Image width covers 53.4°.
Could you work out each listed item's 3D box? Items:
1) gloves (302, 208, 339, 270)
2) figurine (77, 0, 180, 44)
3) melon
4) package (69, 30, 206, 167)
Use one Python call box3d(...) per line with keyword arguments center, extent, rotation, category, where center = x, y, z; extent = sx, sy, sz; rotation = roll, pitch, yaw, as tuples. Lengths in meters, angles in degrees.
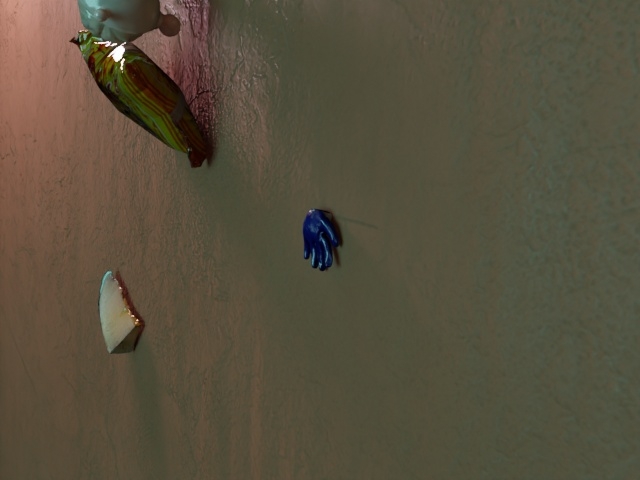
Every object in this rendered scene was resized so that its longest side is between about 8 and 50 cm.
box3d(center=(0.000, 0.000, 0.878), extent=(0.064, 0.026, 0.086), rotation=(12, 100, 47), category="gloves")
box3d(center=(-0.310, -0.419, 1.065), extent=(0.144, 0.182, 0.257), rotation=(-9, 50, 33), category="figurine")
box3d(center=(-0.453, 0.157, 1.411), extent=(0.182, 0.054, 0.098), rotation=(51, 122, 35), category="melon")
box3d(center=(-0.314, -0.268, 1.127), extent=(0.108, 0.223, 0.288), rotation=(-48, 50, -7), category="package")
